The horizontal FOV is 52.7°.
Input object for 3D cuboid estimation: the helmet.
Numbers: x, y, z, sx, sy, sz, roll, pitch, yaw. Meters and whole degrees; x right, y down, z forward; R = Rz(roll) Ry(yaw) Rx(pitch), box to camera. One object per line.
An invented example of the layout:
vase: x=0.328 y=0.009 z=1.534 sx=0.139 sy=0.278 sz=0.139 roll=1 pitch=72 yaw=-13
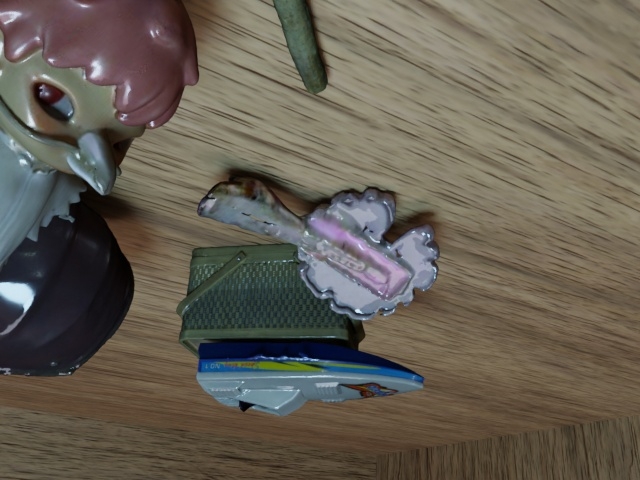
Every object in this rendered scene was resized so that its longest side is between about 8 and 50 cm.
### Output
helmet: x=-0.373 y=0.026 z=0.730 sx=0.305 sy=0.225 sz=0.177 roll=5 pitch=149 yaw=-4

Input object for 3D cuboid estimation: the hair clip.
hair clip: x=-0.002 y=-0.006 z=0.772 sx=0.300 sy=0.069 sz=0.173 roll=26 pitch=125 yaw=-24

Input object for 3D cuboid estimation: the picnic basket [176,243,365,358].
picnic basket: x=-0.067 y=0.102 z=0.953 sx=0.266 sy=0.139 sz=0.165 roll=-3 pitch=154 yaw=10

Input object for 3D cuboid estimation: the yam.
yam: x=-0.025 y=-0.188 z=0.477 sx=0.029 sy=0.027 sz=0.234 roll=-2 pitch=156 yaw=11

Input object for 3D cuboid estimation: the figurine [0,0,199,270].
figurine: x=-0.182 y=-0.095 z=0.444 sx=0.387 sy=0.166 sz=0.207 roll=-42 pitch=157 yaw=6

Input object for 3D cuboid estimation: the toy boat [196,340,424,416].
toy boat: x=-0.011 y=0.185 z=0.857 sx=0.295 sy=0.088 sz=0.129 roll=-1 pitch=154 yaw=9
